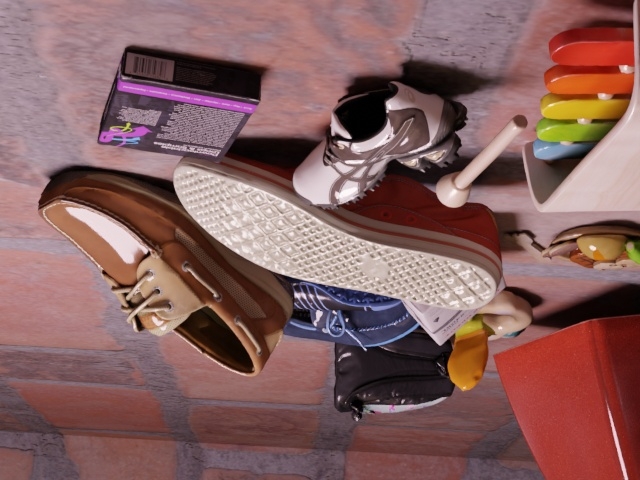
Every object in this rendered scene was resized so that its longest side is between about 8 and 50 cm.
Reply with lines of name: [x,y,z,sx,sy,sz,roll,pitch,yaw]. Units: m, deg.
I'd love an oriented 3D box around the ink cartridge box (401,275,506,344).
ink cartridge box: [0.145,0.046,1.431,0.109,0.063,0.150,-42,158,-2]

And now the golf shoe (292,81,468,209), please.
golf shoe: [0.030,-0.090,1.100,0.094,0.077,0.198,29,145,-33]

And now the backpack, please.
backpack: [0.111,0.185,1.892,0.182,0.152,0.115,0,179,-2]

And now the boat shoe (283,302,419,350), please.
boat shoe: [0.013,0.089,1.619,0.258,0.109,0.089,-12,154,36]

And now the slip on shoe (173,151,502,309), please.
slip on shoe: [0.019,-0.025,1.250,0.331,0.101,0.123,15,141,2]

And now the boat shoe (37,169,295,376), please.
boat shoe: [-0.159,0.042,1.376,0.324,0.120,0.122,33,144,-30]

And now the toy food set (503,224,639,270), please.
toy food set: [0.315,0.015,1.432,0.192,0.038,0.132,-7,161,29]

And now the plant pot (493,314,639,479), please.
plant pot: [0.423,0.235,1.721,0.267,0.236,0.267,-3,167,-22]

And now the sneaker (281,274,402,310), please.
sneaker: [-0.007,0.043,1.526,0.232,0.081,0.090,9,165,5]

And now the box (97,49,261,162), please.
box: [-0.125,-0.112,1.108,0.116,0.029,0.162,9,161,-15]

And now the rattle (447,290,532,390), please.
rattle: [0.234,0.148,1.730,0.130,0.143,0.200,-18,154,5]

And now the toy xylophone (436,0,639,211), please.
toy xylophone: [0.226,-0.092,0.994,0.236,0.081,0.323,1,164,-15]
